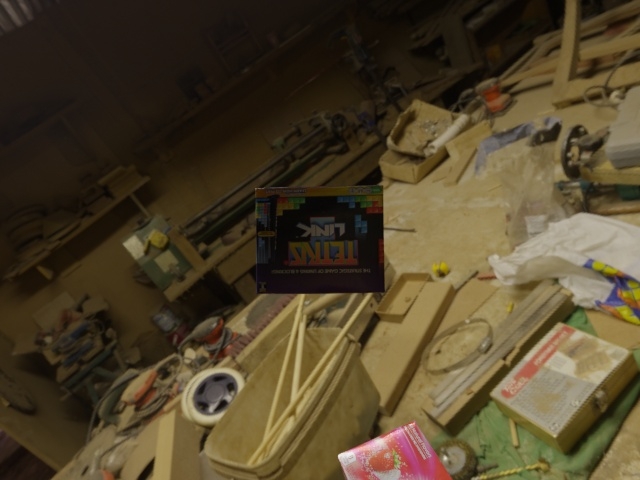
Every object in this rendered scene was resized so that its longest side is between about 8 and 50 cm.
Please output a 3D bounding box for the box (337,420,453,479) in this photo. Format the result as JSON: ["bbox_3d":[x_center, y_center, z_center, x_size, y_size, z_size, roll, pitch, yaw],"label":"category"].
[{"bbox_3d":[0.133,0.383,0.559,0.128,0.123,0.257,-20,32,-10],"label":"box"}]

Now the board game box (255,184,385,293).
[{"bbox_3d":[0.000,0.000,0.592,0.170,0.141,0.048,-2,-3,5],"label":"board game box"}]
